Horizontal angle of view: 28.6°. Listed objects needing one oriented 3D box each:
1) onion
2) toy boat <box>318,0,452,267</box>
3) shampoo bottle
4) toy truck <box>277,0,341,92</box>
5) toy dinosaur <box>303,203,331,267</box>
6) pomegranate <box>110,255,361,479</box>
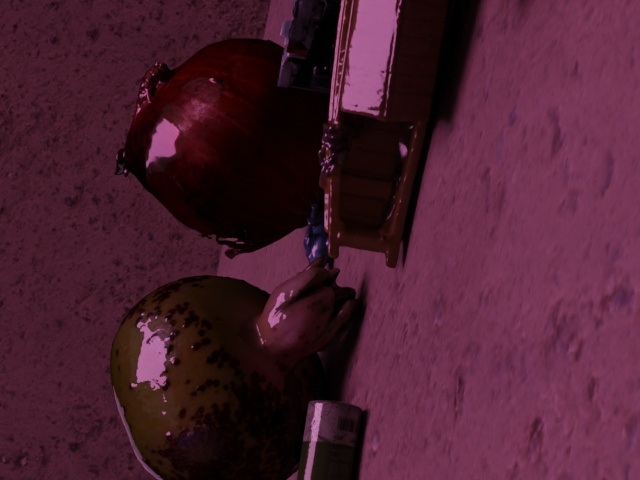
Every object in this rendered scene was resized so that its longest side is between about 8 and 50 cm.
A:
[{"bbox_3d":[-0.115,-0.143,1.829,0.341,0.341,0.341,-168,90,-80],"label":"onion"},{"bbox_3d":[0.079,-0.196,1.281,0.162,0.135,0.446,-102,21,-77],"label":"toy boat"},{"bbox_3d":[0.003,0.275,1.329,0.065,0.065,0.205,132,148,-71],"label":"shampoo bottle"},{"bbox_3d":[0.026,-0.306,1.603,0.338,0.133,0.184,115,162,-72],"label":"toy truck"},{"bbox_3d":[0.000,0.000,1.719,0.197,0.045,0.080,-79,-6,-49],"label":"toy dinosaur"},{"bbox_3d":[-0.085,0.152,1.527,0.340,0.285,0.285,-37,31,28],"label":"pomegranate"}]
